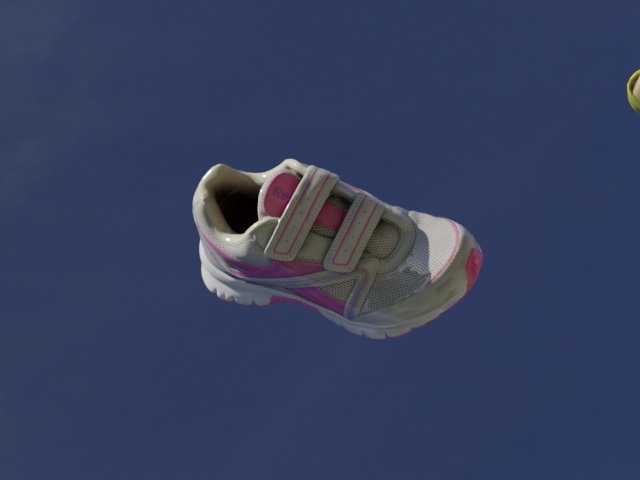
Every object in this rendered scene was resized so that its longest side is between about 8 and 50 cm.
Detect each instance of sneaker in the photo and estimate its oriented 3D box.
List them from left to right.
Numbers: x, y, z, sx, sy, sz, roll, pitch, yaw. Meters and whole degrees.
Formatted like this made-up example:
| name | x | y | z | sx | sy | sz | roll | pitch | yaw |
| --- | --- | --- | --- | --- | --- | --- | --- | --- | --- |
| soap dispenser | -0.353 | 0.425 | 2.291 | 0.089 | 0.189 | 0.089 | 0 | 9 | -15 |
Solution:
| name | x | y | z | sx | sy | sz | roll | pitch | yaw |
| --- | --- | --- | --- | --- | --- | --- | --- | --- | --- |
| sneaker | 0.000 | 0.000 | 1.259 | 0.103 | 0.252 | 0.111 | -67 | -32 | -31 |

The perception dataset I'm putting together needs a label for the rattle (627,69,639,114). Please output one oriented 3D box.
| name | x | y | z | sx | sy | sz | roll | pitch | yaw |
| --- | --- | --- | --- | --- | --- | --- | --- | --- | --- |
| rattle | 0.317 | -0.139 | 1.121 | 0.199 | 0.143 | 0.130 | -43 | -29 | -14 |
